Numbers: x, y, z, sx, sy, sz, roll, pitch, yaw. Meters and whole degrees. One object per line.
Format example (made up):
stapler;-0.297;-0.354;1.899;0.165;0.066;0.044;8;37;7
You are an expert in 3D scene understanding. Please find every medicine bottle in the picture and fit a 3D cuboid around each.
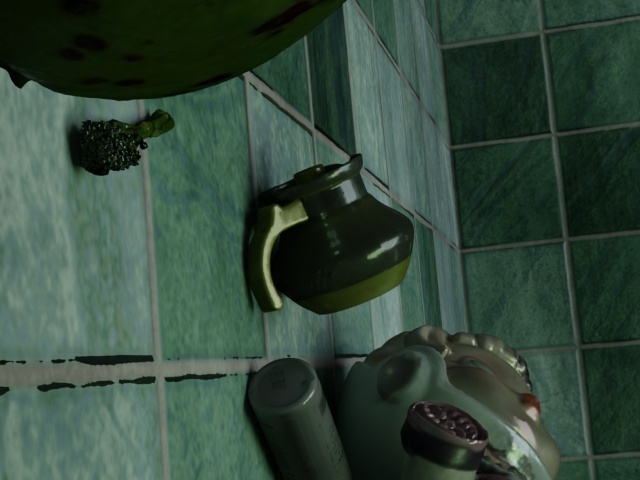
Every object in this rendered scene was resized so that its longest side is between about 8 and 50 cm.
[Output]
medicine bottle;-0.007;0.181;0.920;0.058;0.057;0.199;-83;162;-46

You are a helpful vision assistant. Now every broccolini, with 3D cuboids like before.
broccolini;-0.105;-0.063;0.656;0.140;0.035;0.030;-53;138;-74

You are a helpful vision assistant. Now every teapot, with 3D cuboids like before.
teapot;0.000;0.000;0.942;0.165;0.130;0.119;-28;98;-43

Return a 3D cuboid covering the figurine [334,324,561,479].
figurine;0.117;0.212;1.062;0.361;0.211;0.253;-85;151;-70

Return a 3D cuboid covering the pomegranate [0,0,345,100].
pomegranate;-0.073;-0.184;0.378;0.254;0.254;0.271;21;84;-76
